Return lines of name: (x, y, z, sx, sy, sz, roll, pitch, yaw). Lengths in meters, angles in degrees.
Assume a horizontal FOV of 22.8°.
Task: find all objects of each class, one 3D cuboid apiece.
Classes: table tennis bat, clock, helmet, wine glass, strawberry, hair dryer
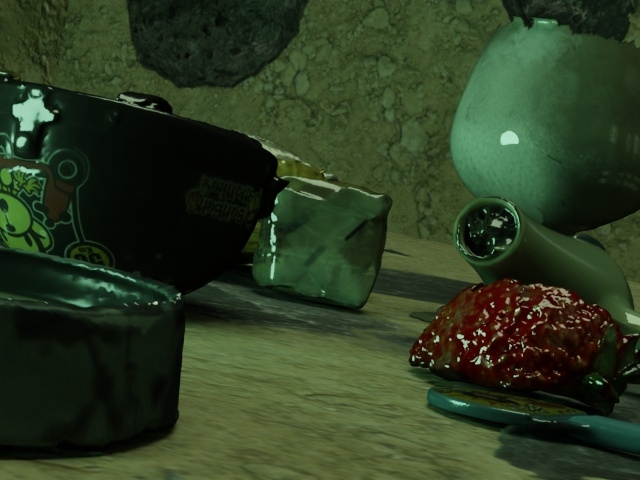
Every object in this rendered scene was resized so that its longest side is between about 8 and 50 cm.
table tennis bat: (0.139, 0.112, 1.009, 0.155, 0.019, 0.100, 10, 1, 38)
clock: (-0.226, 0.034, 0.783, 0.325, 0.067, 0.325, 10, 3, -1)
helmet: (-0.158, -0.028, 1.273, 0.231, 0.160, 0.279, 11, -9, 31)
wine glass: (0.234, -0.059, 1.641, 0.238, 0.323, 0.238, 10, 1, 0)
strawberry: (0.151, 0.072, 1.137, 0.140, 0.085, 0.192, 11, -1, -11)
hair dryer: (0.224, 0.052, 1.239, 0.296, 0.119, 0.298, 31, -7, -39)

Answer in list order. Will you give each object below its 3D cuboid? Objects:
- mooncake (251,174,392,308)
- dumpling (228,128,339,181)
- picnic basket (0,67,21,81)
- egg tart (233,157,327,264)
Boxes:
mooncake: (0.000, 0.000, 1.586, 0.130, 0.125, 0.073, 13, -7, 3)
dumpling: (-0.109, -0.047, 2.121, 0.293, 0.163, 0.204, 9, -31, 1)
picnic basket: (-0.430, -0.102, 1.565, 0.228, 0.175, 0.313, 10, 3, 11)
egg tart: (-0.081, -0.035, 1.763, 0.315, 0.120, 0.315, 8, -3, 0)
